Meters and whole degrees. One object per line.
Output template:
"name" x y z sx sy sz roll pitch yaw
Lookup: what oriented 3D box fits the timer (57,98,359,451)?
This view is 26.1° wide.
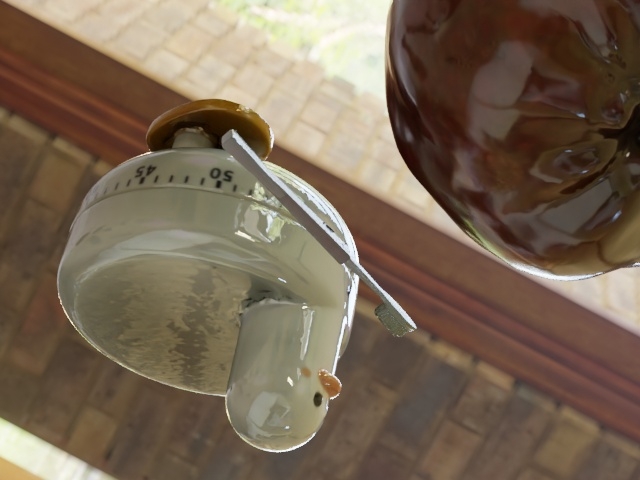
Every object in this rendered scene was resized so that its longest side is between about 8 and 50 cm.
"timer" -0.085 0.048 1.050 0.233 0.234 0.240 118 -14 -54

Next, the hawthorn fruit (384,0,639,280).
"hawthorn fruit" 0.119 -0.102 0.652 0.208 0.208 0.248 -62 -152 25

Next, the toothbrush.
"toothbrush" 0.002 -0.001 0.910 0.017 0.194 0.014 -36 -154 13
